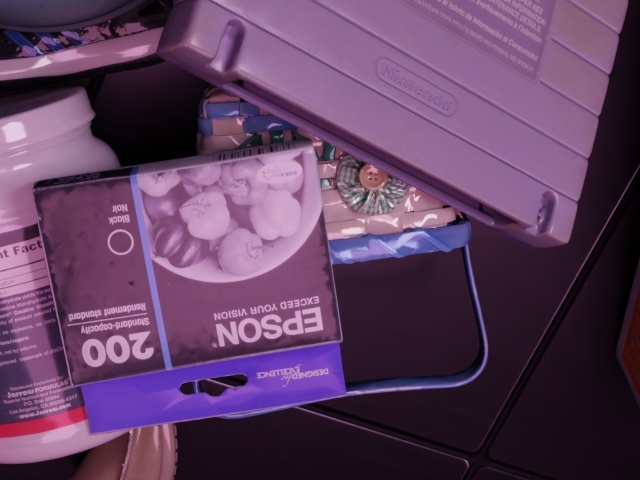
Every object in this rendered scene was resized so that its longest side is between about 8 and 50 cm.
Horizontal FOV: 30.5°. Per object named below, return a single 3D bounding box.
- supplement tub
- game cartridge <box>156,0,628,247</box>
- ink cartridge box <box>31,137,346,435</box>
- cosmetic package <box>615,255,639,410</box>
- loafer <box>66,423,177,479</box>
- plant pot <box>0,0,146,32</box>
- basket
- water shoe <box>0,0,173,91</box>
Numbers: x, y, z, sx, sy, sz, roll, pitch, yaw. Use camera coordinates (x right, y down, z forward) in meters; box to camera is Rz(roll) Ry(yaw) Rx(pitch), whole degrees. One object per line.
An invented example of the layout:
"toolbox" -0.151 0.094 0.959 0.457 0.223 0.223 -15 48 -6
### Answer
"supplement tub" -0.240 0.026 0.964 0.191 0.191 0.272 -13 106 -2
"game cartridge" 0.071 -0.162 0.864 0.355 0.068 0.230 25 70 -29
"ink cartridge box" -0.092 0.042 0.868 0.206 0.045 0.208 -9 105 -1
"cosmetic package" 0.386 0.023 0.964 0.161 0.230 0.453 -5 134 -5
"loafer" -0.195 0.230 1.123 0.092 0.102 0.268 5 114 -16
"plant pot" -0.209 -0.285 0.803 0.293 0.196 0.293 -1 103 -5
"basket" 0.000 0.000 0.988 0.255 0.201 0.289 -10 107 -3
"water shoe" -0.219 -0.172 0.965 0.203 0.073 0.080 -10 92 -6
